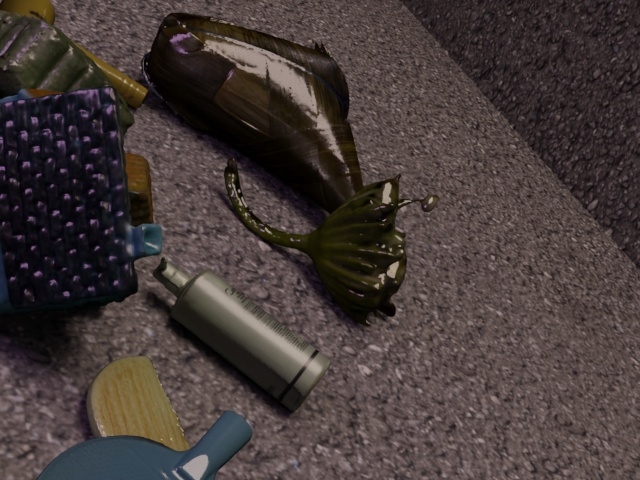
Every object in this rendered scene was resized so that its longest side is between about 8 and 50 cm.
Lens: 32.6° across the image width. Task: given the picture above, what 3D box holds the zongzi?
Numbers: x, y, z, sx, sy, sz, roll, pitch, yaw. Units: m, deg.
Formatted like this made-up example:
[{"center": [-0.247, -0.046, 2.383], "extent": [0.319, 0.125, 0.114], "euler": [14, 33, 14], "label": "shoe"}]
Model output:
[{"center": [-0.107, -0.201, 1.937], "extent": [0.403, 0.208, 0.432], "euler": [13, 45, -32], "label": "zongzi"}]

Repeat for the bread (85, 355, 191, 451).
[{"center": [-0.208, 0.211, 1.211], "extent": [0.112, 0.036, 0.193], "euler": [5, 43, -46], "label": "bread"}]

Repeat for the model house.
[{"center": [-0.261, -0.058, 1.248], "extent": [0.226, 0.241, 0.261], "euler": [-2, 82, -49], "label": "model house"}]

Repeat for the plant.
[{"center": [0.005, 0.006, 1.807], "extent": [0.334, 0.251, 0.180], "euler": [6, -9, 23], "label": "plant"}]

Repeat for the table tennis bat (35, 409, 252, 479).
[{"center": [-0.166, 0.272, 1.103], "extent": [0.215, 0.044, 0.329], "euler": [41, 34, 5], "label": "table tennis bat"}]

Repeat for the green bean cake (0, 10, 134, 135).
[{"center": [-0.386, -0.204, 1.475], "extent": [0.227, 0.125, 0.222], "euler": [15, -25, 45], "label": "green bean cake"}]

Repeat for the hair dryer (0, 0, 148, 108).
[{"center": [-0.411, -0.301, 1.822], "extent": [0.279, 0.090, 0.135], "euler": [31, 23, -27], "label": "hair dryer"}]

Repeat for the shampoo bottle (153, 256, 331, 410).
[{"center": [-0.113, 0.116, 1.451], "extent": [0.262, 0.085, 0.085], "euler": [37, 24, 3], "label": "shampoo bottle"}]
